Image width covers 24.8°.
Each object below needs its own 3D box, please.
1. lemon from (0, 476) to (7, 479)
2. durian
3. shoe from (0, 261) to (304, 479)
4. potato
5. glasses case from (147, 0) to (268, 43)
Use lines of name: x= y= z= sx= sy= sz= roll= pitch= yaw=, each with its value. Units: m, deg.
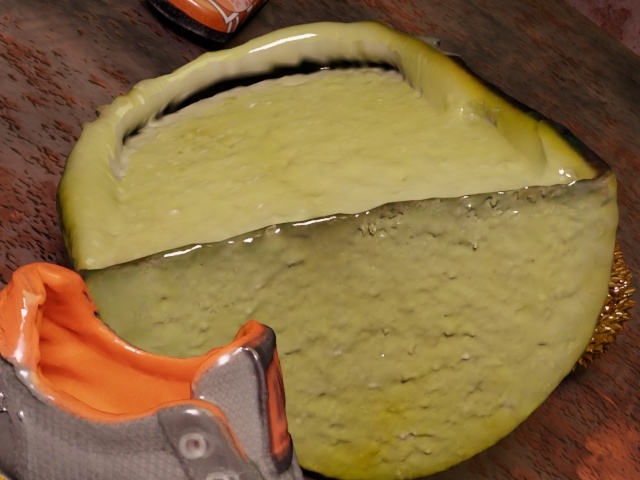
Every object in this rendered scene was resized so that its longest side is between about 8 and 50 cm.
lemon: x=-0.156 y=0.152 z=0.616 sx=0.155 sy=0.114 sz=0.114 roll=33 pitch=23 yaw=-15
durian: x=0.207 y=0.033 z=1.291 sx=0.158 sy=0.137 sz=0.168 roll=60 pitch=34 yaw=-1
shoe: x=-0.049 y=0.123 z=0.734 sx=0.336 sy=0.171 sz=0.132 roll=37 pitch=23 yaw=5
potato: x=0.000 y=0.000 z=0.996 sx=0.330 sy=0.213 sz=0.280 roll=-11 pitch=35 yaw=-5
glasses case: x=-0.108 y=-0.267 z=1.515 sx=0.103 sy=0.067 sz=0.267 roll=35 pitch=24 yaw=-4
